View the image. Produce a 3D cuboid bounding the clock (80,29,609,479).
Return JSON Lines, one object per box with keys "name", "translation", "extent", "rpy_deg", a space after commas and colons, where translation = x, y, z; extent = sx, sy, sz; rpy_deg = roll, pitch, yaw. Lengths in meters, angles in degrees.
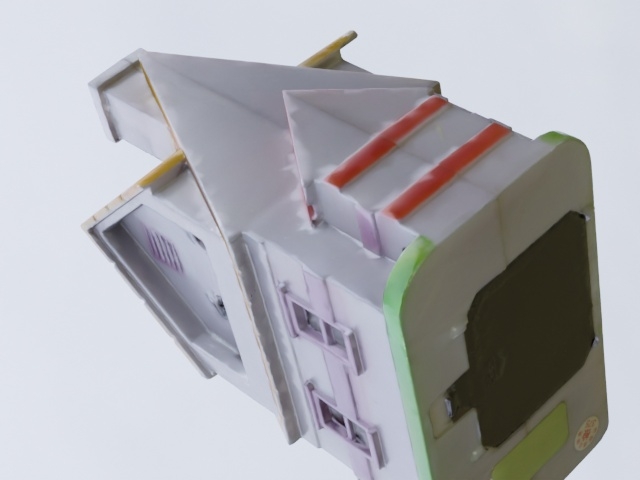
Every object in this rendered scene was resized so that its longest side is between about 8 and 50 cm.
{"name": "clock", "translation": [0.000, 0.000, 0.811], "extent": [0.166, 0.309, 0.235], "rpy_deg": [-39, -42, -26]}
